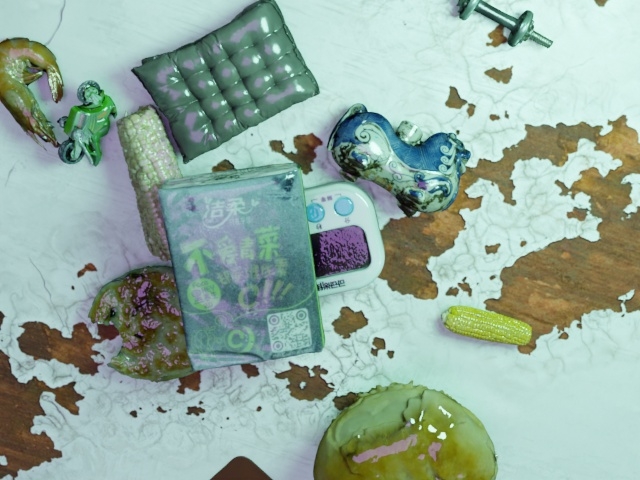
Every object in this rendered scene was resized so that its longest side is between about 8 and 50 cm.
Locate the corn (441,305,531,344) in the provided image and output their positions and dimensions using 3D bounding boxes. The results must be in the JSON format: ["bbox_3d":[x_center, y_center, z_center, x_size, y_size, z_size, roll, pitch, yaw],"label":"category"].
[{"bbox_3d":[0.368,0.190,1.790,0.206,0.067,0.067,14,107,-4],"label":"corn"}]

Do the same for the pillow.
[{"bbox_3d":[-0.193,-0.330,1.651,0.326,0.101,0.228,-25,107,12],"label":"pillow"}]

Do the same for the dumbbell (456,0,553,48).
[{"bbox_3d":[0.347,-0.447,1.593,0.254,0.081,0.081,27,106,-6],"label":"dumbbell"}]

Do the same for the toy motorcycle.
[{"bbox_3d":[-0.486,-0.245,1.694,0.074,0.106,0.190,37,113,35],"label":"toy motorcycle"}]

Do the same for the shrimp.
[{"bbox_3d":[-0.607,-0.310,1.696,0.150,0.068,0.248,-22,99,4],"label":"shrimp"}]

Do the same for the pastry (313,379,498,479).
[{"bbox_3d":[0.185,0.501,1.797,0.410,0.245,0.409,0,109,0],"label":"pastry"}]

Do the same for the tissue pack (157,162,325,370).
[{"bbox_3d":[-0.154,0.054,1.646,0.288,0.124,0.394,-9,106,-3],"label":"tissue pack"}]

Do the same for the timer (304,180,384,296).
[{"bbox_3d":[0.000,0.000,1.741,0.262,0.087,0.237,-12,105,7],"label":"timer"}]

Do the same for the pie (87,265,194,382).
[{"bbox_3d":[-0.370,0.193,1.829,0.303,0.067,0.302,1,105,4],"label":"pie"}]

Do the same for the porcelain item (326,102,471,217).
[{"bbox_3d":[0.164,-0.178,1.651,0.288,0.138,0.186,30,76,1],"label":"porcelain item"}]

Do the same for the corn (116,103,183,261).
[{"bbox_3d":[-0.342,-0.119,1.709,0.127,0.126,0.335,-11,104,6],"label":"corn"}]

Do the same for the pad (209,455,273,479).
[{"bbox_3d":[-0.160,0.661,1.989,0.267,0.004,0.181,44,104,-10],"label":"pad"}]
